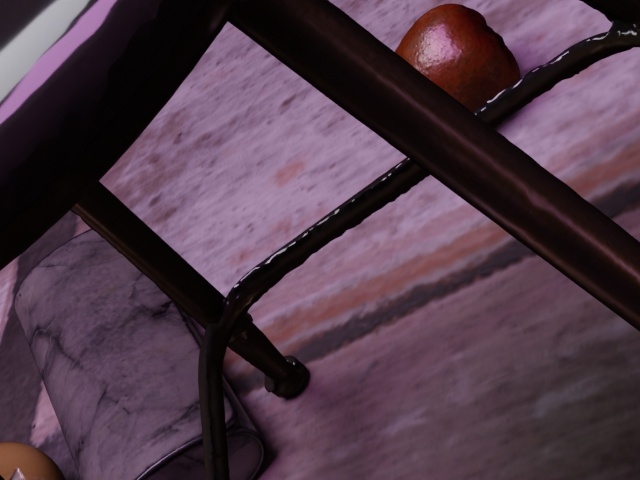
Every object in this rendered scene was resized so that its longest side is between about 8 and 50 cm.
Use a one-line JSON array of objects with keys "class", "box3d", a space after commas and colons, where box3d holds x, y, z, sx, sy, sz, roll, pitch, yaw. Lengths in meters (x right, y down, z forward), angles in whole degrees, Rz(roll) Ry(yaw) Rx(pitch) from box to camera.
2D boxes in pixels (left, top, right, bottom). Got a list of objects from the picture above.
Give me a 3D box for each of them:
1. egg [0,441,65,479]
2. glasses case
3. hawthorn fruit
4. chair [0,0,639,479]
[{"class": "egg", "box3d": [-0.214, 0.176, 0.970, 0.080, 0.080, 0.096, -53, 37, -6]}, {"class": "glasses case", "box3d": [-0.135, 0.088, 0.977, 0.114, 0.060, 0.299, -35, 34, -4]}, {"class": "hawthorn fruit", "box3d": [0.077, -0.103, 0.917, 0.093, 0.081, 0.081, -40, 35, 15]}, {"class": "chair", "box3d": [0.000, 0.000, 0.605, 0.362, 0.410, 0.365, -34, 36, 21]}]
